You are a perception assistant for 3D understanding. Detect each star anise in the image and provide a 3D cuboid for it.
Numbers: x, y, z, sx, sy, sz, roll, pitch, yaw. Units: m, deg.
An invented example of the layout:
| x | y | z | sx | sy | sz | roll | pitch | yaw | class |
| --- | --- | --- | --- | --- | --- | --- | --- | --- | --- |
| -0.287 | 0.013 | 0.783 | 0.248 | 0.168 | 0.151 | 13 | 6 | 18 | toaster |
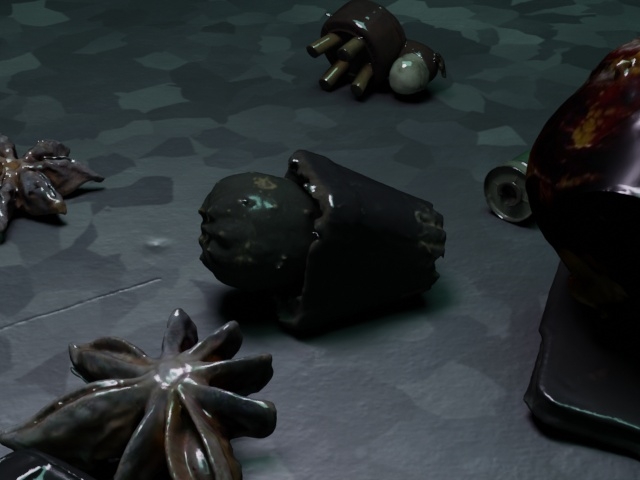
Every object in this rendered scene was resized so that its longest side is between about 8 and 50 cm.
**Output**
| x | y | z | sx | sy | sz | roll | pitch | yaw | class |
| --- | --- | --- | --- | --- | --- | --- | --- | --- | --- |
| -0.368 | -0.086 | 1.332 | 0.172 | 0.063 | 0.208 | -21 | 37 | -33 | star anise |
| -0.139 | 0.152 | 0.921 | 0.258 | 0.110 | 0.198 | 9 | 47 | 25 | star anise |

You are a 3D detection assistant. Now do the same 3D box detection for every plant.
| x | y | z | sx | sy | sz | roll | pitch | yaw | class |
| --- | --- | --- | --- | --- | --- | --- | --- | --- | --- |
| 0.000 | 0.000 | 1.116 | 0.256 | 0.164 | 0.142 | 4 | 30 | -17 | plant |

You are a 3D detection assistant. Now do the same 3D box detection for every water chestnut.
| x | y | z | sx | sy | sz | roll | pitch | yaw | class |
| --- | --- | --- | --- | --- | --- | --- | --- | --- | --- |
| 0.381 | -0.061 | 0.983 | 0.335 | 0.335 | 0.347 | 30 | 73 | 39 | water chestnut |

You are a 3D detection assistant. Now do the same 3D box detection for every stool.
| x | y | z | sx | sy | sz | roll | pitch | yaw | class |
| --- | --- | --- | --- | --- | --- | --- | --- | --- | --- |
| 0.079 | -0.272 | 1.599 | 0.217 | 0.125 | 0.121 | 32 | 58 | 13 | stool |

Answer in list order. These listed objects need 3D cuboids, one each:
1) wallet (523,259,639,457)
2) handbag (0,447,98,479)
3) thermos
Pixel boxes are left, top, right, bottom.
| x | y | z | sx | sy | sz | roll | pitch | yaw | class |
| --- | --- | --- | --- | --- | --- | --- | --- | --- | --- |
| 0.326 | 0.082 | 1.087 | 0.197 | 0.051 | 0.377 | 13 | 34 | 14 | wallet |
| -0.205 | 0.274 | 0.722 | 0.244 | 0.088 | 0.275 | 22 | 42 | 26 | handbag |
| 0.285 | -0.086 | 1.347 | 0.073 | 0.083 | 0.188 | 44 | 47 | 20 | thermos |
